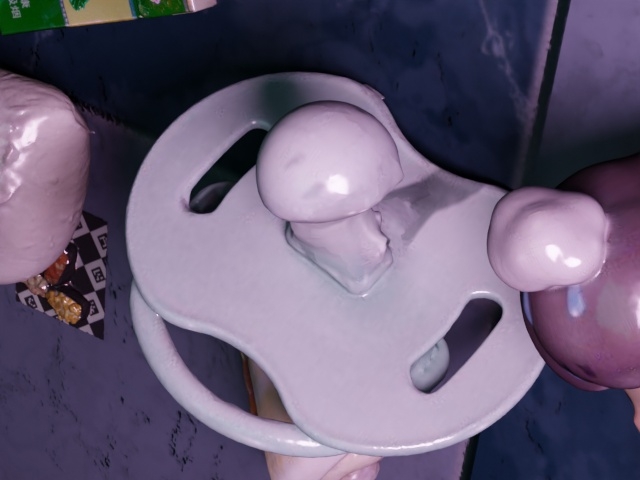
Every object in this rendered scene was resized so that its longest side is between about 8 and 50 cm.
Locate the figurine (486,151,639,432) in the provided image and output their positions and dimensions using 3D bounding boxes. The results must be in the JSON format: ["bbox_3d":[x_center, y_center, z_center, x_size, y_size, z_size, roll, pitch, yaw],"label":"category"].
[{"bbox_3d":[0.250,0.105,1.237,0.206,0.218,0.365,-12,105,14],"label":"figurine"}]

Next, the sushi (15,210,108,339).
[{"bbox_3d":[-0.249,0.022,1.717,0.120,0.026,0.126,21,119,32],"label":"sushi"}]

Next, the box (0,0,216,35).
[{"bbox_3d":[-0.195,-0.246,1.559,0.235,0.034,0.132,0,107,39],"label":"box"}]

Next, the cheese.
[{"bbox_3d":[-0.290,-0.058,1.630,0.198,0.154,0.189,18,100,38],"label":"cheese"}]

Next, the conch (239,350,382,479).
[{"bbox_3d":[0.003,0.093,1.497,0.158,0.127,0.255,112,148,-77],"label":"conch"}]

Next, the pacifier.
[{"bbox_3d":[0.000,0.000,1.326,0.343,0.288,0.269,34,162,20],"label":"pacifier"}]
